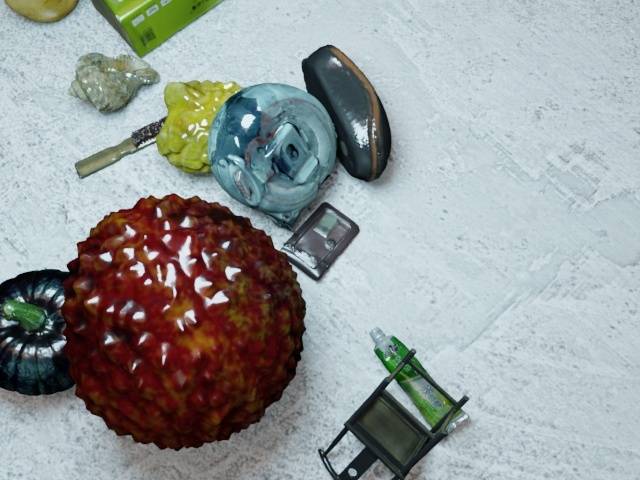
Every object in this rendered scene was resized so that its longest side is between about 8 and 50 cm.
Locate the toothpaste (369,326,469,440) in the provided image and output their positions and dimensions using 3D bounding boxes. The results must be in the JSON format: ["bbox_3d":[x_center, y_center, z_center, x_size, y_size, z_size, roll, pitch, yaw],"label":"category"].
[{"bbox_3d":[0.183,0.272,1.161,0.078,0.047,0.248,-39,78,-4],"label":"toothpaste"}]

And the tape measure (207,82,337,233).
[{"bbox_3d":[-0.084,-0.178,1.186,0.147,0.275,0.256,22,77,49],"label":"tape measure"}]

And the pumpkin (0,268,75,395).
[{"bbox_3d":[-0.534,0.165,1.114,0.248,0.248,0.247,-1,73,2],"label":"pumpkin"}]

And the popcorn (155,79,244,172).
[{"bbox_3d":[-0.250,-0.253,1.255,0.226,0.200,0.203,-26,105,18],"label":"popcorn"}]

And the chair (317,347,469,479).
[{"bbox_3d":[0.131,0.354,1.096,0.155,0.260,0.141,42,34,15],"label":"chair"}]

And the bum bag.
[{"bbox_3d":[0.000,0.000,1.264,0.109,0.026,0.159,38,72,12],"label":"bum bag"}]

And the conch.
[{"bbox_3d":[-0.473,-0.371,1.336,0.207,0.130,0.155,-26,87,-21],"label":"conch"}]

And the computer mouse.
[{"bbox_3d":[0.064,-0.275,1.262,0.116,0.183,0.323,-21,73,-15],"label":"computer mouse"}]

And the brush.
[{"bbox_3d":[-0.441,-0.215,1.336,0.248,0.036,0.043,-27,70,-6],"label":"brush"}]

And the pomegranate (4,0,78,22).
[{"bbox_3d":[-0.669,-0.606,1.401,0.196,0.196,0.195,-1,73,2],"label":"pomegranate"}]

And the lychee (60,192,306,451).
[{"bbox_3d":[-0.223,0.158,1.028,0.425,0.424,0.499,-27,112,-6],"label":"lychee"}]

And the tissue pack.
[{"bbox_3d":[-0.390,-0.606,1.386,0.275,0.167,0.200,-39,78,-11],"label":"tissue pack"}]
